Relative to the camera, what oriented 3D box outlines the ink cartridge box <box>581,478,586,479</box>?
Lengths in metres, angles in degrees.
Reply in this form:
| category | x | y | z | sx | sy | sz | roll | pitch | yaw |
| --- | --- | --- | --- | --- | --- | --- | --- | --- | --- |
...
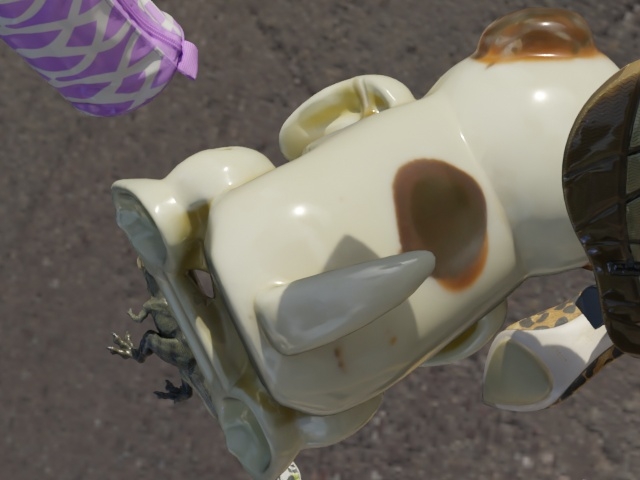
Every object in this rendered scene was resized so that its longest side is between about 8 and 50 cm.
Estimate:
| category | x | y | z | sx | sy | sz | roll | pitch | yaw |
| --- | --- | --- | --- | --- | --- | --- | --- | --- | --- |
| ink cartridge box | 0.199 | 0.281 | 1.331 | 0.122 | 0.052 | 0.088 | -26 | 38 | 22 |

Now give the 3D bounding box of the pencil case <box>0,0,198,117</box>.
| category | x | y | z | sx | sy | sz | roll | pitch | yaw |
| --- | --- | --- | --- | --- | --- | --- | --- | --- | --- |
| pencil case | -0.152 | -0.151 | 0.825 | 0.088 | 0.206 | 0.086 | -11 | 60 | 19 |

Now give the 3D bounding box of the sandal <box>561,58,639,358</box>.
| category | x | y | z | sx | sy | sz | roll | pitch | yaw |
| --- | --- | --- | --- | --- | --- | --- | --- | --- | --- |
| sandal | 0.139 | -0.015 | 0.599 | 0.072 | 0.180 | 0.049 | 1 | 53 | 17 |

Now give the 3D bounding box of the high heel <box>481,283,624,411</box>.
| category | x | y | z | sx | sy | sz | roll | pitch | yaw |
| --- | --- | --- | --- | --- | --- | --- | --- | --- | --- |
| high heel | 0.281 | 0.092 | 1.497 | 0.093 | 0.186 | 0.261 | 61 | 143 | 16 |

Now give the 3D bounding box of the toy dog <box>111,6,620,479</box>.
| category | x | y | z | sx | sy | sz | roll | pitch | yaw |
| --- | --- | --- | --- | --- | --- | --- | --- | --- | --- |
| toy dog | 0.077 | -0.033 | 1.210 | 0.284 | 0.408 | 0.395 | 60 | 162 | 6 |

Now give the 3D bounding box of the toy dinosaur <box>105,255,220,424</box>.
| category | x | y | z | sx | sy | sz | roll | pitch | yaw |
| --- | --- | --- | --- | --- | --- | --- | --- | --- | --- |
| toy dinosaur | -0.153 | 0.122 | 1.575 | 0.118 | 0.064 | 0.268 | -27 | 93 | 43 |

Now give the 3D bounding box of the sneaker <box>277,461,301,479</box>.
| category | x | y | z | sx | sy | sz | roll | pitch | yaw |
| --- | --- | --- | --- | --- | --- | --- | --- | --- | --- |
| sneaker | -0.041 | 0.292 | 1.898 | 0.031 | 0.035 | 0.083 | -30 | 59 | 8 |
